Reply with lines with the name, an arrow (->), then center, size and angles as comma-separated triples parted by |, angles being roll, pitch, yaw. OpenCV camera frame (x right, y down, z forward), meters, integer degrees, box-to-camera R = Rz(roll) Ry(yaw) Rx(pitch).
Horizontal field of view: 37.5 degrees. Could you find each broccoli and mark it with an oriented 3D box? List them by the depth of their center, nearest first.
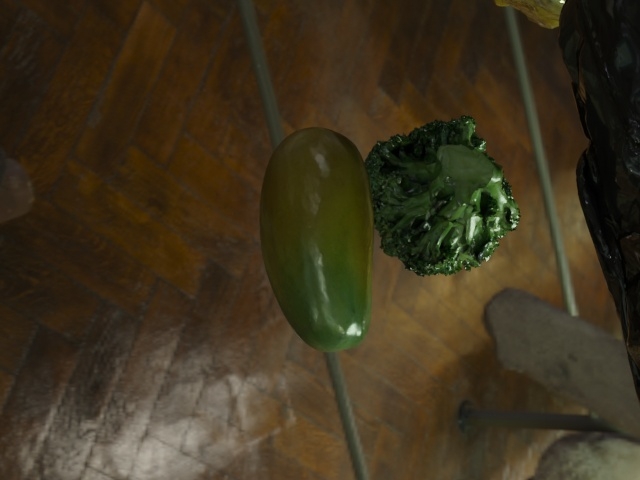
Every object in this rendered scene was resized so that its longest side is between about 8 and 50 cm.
broccoli -> 0.133, -0.050, 1.056 | 0.195, 0.156, 0.195 | 1, 79, -4

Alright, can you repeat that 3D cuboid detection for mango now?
mango -> 0.000, 0.000, 0.787 | 0.092, 0.130, 0.195 | 0, 59, -22

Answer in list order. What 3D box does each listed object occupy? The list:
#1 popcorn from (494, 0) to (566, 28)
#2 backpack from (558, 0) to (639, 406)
popcorn -> 0.326, -0.464, 1.225 | 0.344, 0.390, 0.354 | 18, 100, -18
backpack -> 0.359, -0.076, 0.750 | 0.363, 0.255, 0.446 | -14, 80, -31
